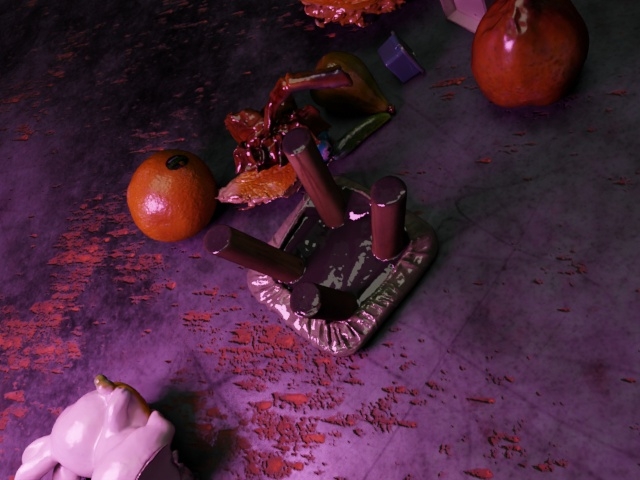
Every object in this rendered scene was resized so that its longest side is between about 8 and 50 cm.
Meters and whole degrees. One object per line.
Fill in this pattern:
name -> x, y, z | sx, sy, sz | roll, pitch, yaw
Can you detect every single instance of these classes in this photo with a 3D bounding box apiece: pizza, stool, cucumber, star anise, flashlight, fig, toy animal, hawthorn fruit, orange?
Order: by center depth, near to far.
hawthorn fruit -> 0.366, -0.360, 1.042 | 0.208, 0.248, 0.208 | -10, 57, 15
stool -> 0.000, 0.000, 1.046 | 0.310, 0.226, 0.310 | 32, 80, 34
toy animal -> -0.377, 0.382, 1.053 | 0.310, 0.183, 0.247 | 12, 71, 30
star anise -> -0.066, -0.239, 1.159 | 0.346, 0.148, 0.237 | -20, 29, 48
cucumber -> 0.073, -0.217, 1.236 | 0.168, 0.039, 0.039 | -38, 55, 3
flashlight -> -0.004, -0.207, 1.242 | 0.051, 0.051, 0.129 | -25, 34, 12
pizza -> -0.101, -0.132, 1.258 | 0.147, 0.069, 0.226 | 33, 73, 27
fig -> 0.071, -0.329, 1.265 | 0.185, 0.133, 0.126 | 14, 47, -9
orange -> -0.316, -0.099, 1.271 | 0.206, 0.206, 0.206 | -11, 61, 20

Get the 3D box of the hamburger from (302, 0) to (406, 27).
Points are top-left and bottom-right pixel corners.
hamburger -> 0.093, -0.637, 1.318 | 0.445, 0.287, 0.268 | -27, 16, 13

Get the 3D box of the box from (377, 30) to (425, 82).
box -> 0.167, -0.381, 1.243 | 0.054, 0.099, 0.074 | -38, 53, 22

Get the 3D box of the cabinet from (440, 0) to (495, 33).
cabinet -> 0.359, -0.545, 1.200 | 0.206, 0.150, 0.145 | -45, 55, -1
